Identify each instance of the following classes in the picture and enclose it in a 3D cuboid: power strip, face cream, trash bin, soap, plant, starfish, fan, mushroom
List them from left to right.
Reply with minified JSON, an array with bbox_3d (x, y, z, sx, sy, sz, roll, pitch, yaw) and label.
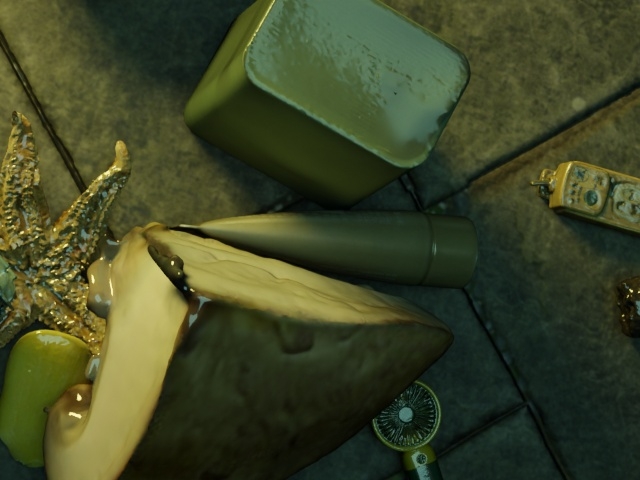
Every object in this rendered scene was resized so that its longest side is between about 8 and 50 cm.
[{"bbox_3d":[-0.321,0.010,1.733,0.299,0.060,0.302,25,91,-7],"label":"starfish"},{"bbox_3d":[-0.298,0.165,1.719,0.089,0.033,0.168,19,117,-13],"label":"soap"},{"bbox_3d":[-0.055,0.161,1.682,0.397,0.224,0.313,10,106,-34],"label":"mushroom"},{"bbox_3d":[0.000,0.000,1.774,0.341,0.137,0.084,5,88,-16],"label":"face cream"},{"bbox_3d":[0.002,-0.147,1.667,0.223,0.343,0.158,30,84,-9],"label":"trash bin"},{"bbox_3d":[0.102,0.228,1.816,0.082,0.039,0.155,-18,92,-12],"label":"fan"},{"bbox_3d":[0.389,-0.032,1.887,0.305,0.044,0.064,15,84,-10],"label":"power strip"},{"bbox_3d":[0.414,0.068,1.863,0.143,0.094,0.092,-9,77,-7],"label":"plant"}]

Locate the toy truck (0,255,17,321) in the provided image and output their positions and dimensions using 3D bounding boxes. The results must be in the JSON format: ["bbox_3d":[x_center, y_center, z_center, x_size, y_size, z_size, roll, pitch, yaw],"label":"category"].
[{"bbox_3d":[-0.462,-0.021,1.637,0.184,0.133,0.338,-37,74,-7],"label":"toy truck"}]
